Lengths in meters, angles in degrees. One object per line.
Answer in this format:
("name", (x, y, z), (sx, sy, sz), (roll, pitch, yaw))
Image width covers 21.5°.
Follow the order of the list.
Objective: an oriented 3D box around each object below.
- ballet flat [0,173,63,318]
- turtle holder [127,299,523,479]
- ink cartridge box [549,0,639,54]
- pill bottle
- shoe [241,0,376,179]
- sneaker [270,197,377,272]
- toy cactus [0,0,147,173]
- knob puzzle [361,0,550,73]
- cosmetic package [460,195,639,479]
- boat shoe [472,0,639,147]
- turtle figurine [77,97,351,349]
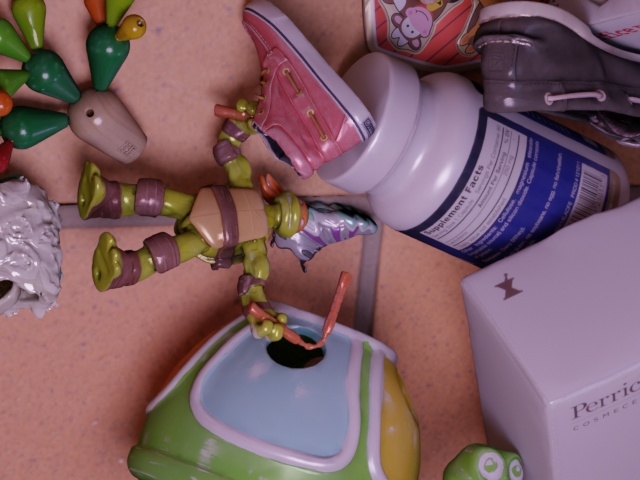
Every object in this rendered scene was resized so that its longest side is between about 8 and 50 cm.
("ballet flat", (-0.402, 0.055, 1.387), (0.409, 0.147, 0.147), (-17, 115, -12))
("turtle holder", (-0.006, 0.189, 1.499), (0.243, 0.320, 0.227), (35, 73, -49))
("ink cartridge box", (0.379, -0.225, 1.497), (0.289, 0.211, 0.121), (8, 85, -22))
("pill bottle", (0.136, -0.062, 1.527), (0.265, 0.153, 0.153), (24, 102, -24))
("shoe", (-0.034, -0.130, 1.437), (0.081, 0.178, 0.063), (-37, 151, -6))
("sneaker", (0.000, 0.000, 1.574), (0.098, 0.038, 0.069), (12, 108, -12))
("toy cactus", (-0.211, -0.129, 1.425), (0.219, 0.112, 0.180), (-50, 127, -4))
("knob puzzle", (0.122, -0.232, 1.524), (0.213, 0.030, 0.213), (-7, 113, -16))
("cosmetic package", (0.286, 0.176, 1.574), (0.230, 0.161, 0.453), (-25, 140, -8))
("boat shoe", (0.249, -0.126, 1.518), (0.335, 0.112, 0.095), (15, 80, -45))
("turtle figurine", (-0.098, -0.029, 1.461), (0.217, 0.087, 0.269), (-3, 79, -26))
